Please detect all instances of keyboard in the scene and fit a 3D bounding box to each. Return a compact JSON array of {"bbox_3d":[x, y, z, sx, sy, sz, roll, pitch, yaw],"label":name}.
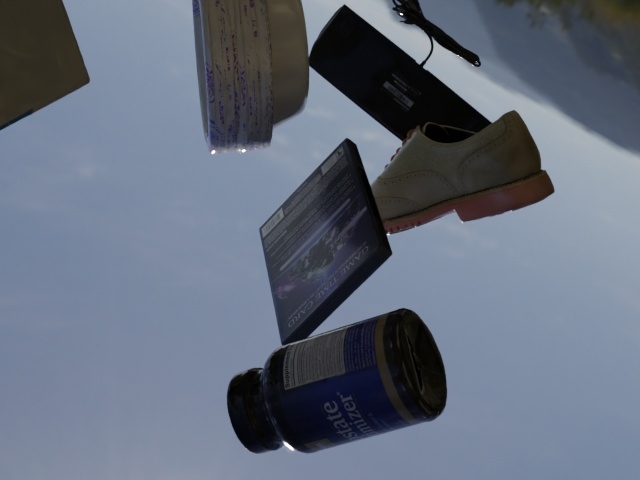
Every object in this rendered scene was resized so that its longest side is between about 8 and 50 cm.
[{"bbox_3d":[0.149,-0.263,2.040,0.317,0.201,0.033,38,-153,-4],"label":"keyboard"}]

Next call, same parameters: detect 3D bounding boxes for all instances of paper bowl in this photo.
[{"bbox_3d":[-0.100,-0.268,1.825,0.148,0.284,0.284,-6,-159,-7],"label":"paper bowl"}]

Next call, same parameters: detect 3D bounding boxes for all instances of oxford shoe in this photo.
[{"bbox_3d":[0.153,-0.097,1.887,0.397,0.147,0.140,-11,-171,38],"label":"oxford shoe"}]

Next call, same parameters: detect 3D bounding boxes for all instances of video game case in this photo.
[{"bbox_3d":[0.000,0.000,1.756,0.026,0.196,0.274,33,-157,-29],"label":"video game case"}]

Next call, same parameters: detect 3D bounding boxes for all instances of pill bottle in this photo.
[{"bbox_3d":[0.015,0.159,1.389,0.123,0.219,0.123,46,-147,-43],"label":"pill bottle"}]

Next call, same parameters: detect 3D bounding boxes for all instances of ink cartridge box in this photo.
[{"bbox_3d":[-0.366,-0.179,1.158,0.232,0.168,0.171,-2,-154,36],"label":"ink cartridge box"}]
